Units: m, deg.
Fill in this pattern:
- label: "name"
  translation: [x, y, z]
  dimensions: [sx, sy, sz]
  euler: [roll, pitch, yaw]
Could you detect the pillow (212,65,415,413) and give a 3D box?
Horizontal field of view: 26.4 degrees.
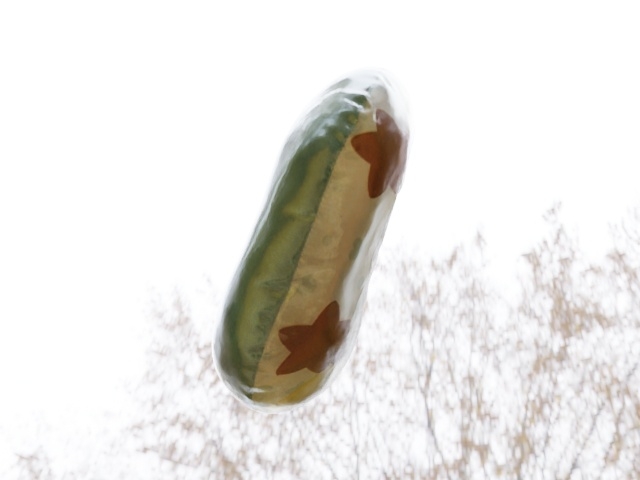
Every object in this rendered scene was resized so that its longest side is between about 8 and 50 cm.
- label: "pillow"
  translation: [0.000, 0.000, 0.875]
  dimensions: [0.086, 0.214, 0.233]
  euler: [18, -91, 4]
